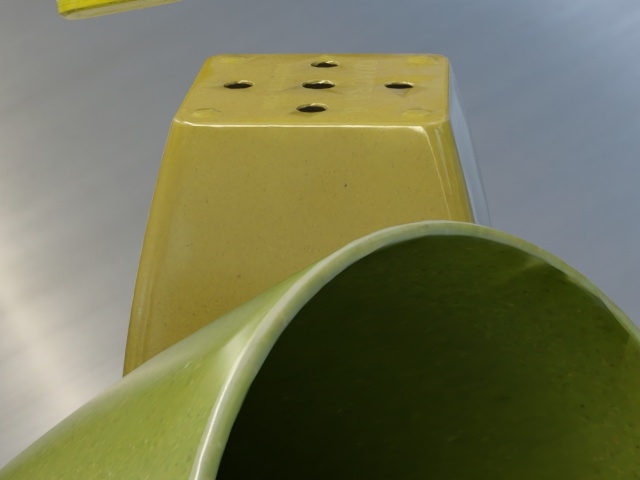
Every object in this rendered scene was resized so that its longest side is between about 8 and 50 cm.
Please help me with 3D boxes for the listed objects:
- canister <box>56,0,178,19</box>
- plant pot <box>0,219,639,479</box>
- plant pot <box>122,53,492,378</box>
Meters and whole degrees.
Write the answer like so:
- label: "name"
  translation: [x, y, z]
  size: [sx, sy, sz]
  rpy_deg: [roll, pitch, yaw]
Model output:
- label: "canister"
  translation: [-0.178, -0.280, 1.369]
  size: [0.126, 0.169, 0.073]
  rpy_deg: [-11, 2, -3]
- label: "plant pot"
  translation: [-0.042, 0.165, 0.536]
  size: [0.293, 0.274, 0.275]
  rpy_deg: [-21, 21, 39]
- label: "plant pot"
  translation: [0.000, 0.000, 0.921]
  size: [0.212, 0.187, 0.212]
  rpy_deg: [0, 21, 5]
